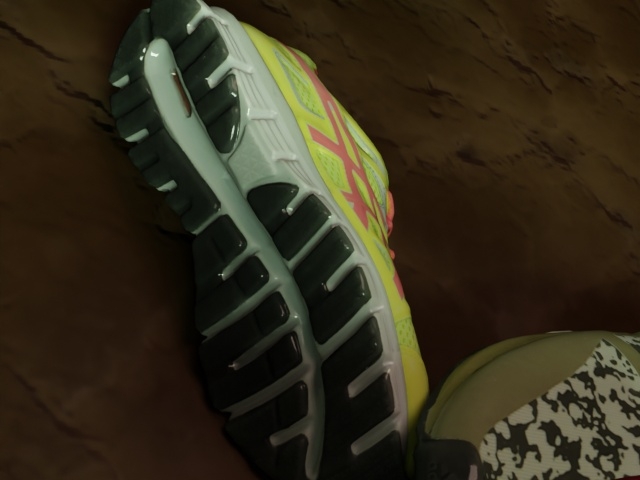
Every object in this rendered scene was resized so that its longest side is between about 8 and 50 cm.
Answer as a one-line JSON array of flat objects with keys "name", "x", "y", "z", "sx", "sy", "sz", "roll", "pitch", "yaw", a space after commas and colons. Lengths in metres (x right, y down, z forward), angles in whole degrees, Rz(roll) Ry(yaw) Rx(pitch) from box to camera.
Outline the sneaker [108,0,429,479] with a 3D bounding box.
[{"name": "sneaker", "x": 0.000, "y": 0.000, "z": 0.578, "sx": 0.094, "sy": 0.081, "sz": 0.208, "roll": 5, "pitch": 57, "yaw": -50}]

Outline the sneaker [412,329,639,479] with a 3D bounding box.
[{"name": "sneaker", "x": 0.221, "y": 0.096, "z": 0.565, "sx": 0.410, "sy": 0.182, "sz": 0.158, "roll": 11, "pitch": 63, "yaw": -30}]

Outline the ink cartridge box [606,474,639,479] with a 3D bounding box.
[{"name": "ink cartridge box", "x": 0.062, "y": 0.169, "z": 0.324, "sx": 0.273, "sy": 0.114, "sz": 0.197, "roll": -4, "pitch": 81, "yaw": -73}]
